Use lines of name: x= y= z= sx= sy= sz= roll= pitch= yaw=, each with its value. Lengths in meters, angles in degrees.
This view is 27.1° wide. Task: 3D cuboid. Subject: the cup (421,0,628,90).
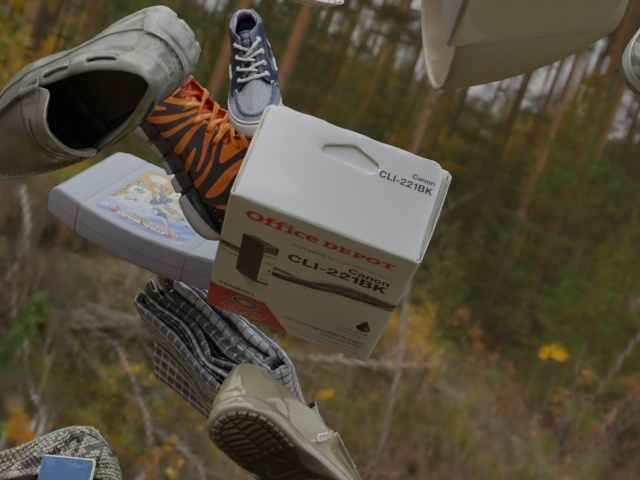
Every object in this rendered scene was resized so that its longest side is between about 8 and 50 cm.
cup: x=0.273 y=-0.360 z=1.752 sx=0.237 sy=0.331 sz=0.331 roll=1 pitch=9 yaw=-5

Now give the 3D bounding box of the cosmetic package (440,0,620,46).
cosmetic package: x=0.180 y=-0.321 z=1.039 sx=0.156 sy=0.217 sz=0.385 roll=-6 pitch=-11 yaw=-3

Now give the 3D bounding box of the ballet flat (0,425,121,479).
ballet flat: x=-0.532 y=0.417 z=2.021 sx=0.483 sy=0.164 sz=0.182 roll=-15 pitch=35 yaw=-20

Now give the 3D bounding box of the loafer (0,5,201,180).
loafer: x=-0.256 y=-0.133 z=1.347 sx=0.112 sy=0.319 sz=0.111 roll=47 pitch=41 yaw=-18

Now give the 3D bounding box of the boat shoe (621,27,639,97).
boat shoe: x=0.422 y=-0.280 z=1.351 sx=0.118 sy=0.320 sz=0.103 roll=38 pitch=-10 yaw=9

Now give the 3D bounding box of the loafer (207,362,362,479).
loafer: x=-0.023 y=0.216 z=1.371 sx=0.102 sy=0.092 sz=0.268 roll=-15 pitch=-45 yaw=19

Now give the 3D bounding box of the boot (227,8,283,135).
boot: x=-0.087 y=-0.204 z=1.600 sx=0.069 sy=0.086 sz=0.190 roll=-12 pitch=35 yaw=0

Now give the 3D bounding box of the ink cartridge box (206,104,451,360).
ink cartridge box: x=0.000 y=0.000 z=1.382 sx=0.197 sy=0.114 sz=0.273 roll=20 pitch=-28 yaw=0

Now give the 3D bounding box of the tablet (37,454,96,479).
tablet: x=-0.308 y=0.288 z=1.601 sx=0.083 sy=0.054 sz=0.006 roll=-1 pitch=-21 yaw=32

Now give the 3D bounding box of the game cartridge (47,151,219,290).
game cartridge: x=-0.225 y=-0.028 z=1.888 sx=0.297 sy=0.062 sz=0.198 roll=24 pitch=26 yaw=15

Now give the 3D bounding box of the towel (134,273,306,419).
towel: x=-0.153 y=0.188 z=1.990 sx=0.284 sy=0.121 sz=0.235 roll=37 pitch=-19 yaw=28

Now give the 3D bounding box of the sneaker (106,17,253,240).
sneaker: x=-0.133 y=-0.159 z=1.682 sx=0.180 sy=0.321 sz=0.124 roll=-18 pitch=24 yaw=33

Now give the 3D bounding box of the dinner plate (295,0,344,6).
dinner plate: x=-0.037 y=-0.335 z=1.757 sx=0.141 sy=0.017 sz=0.141 roll=21 pitch=20 yaw=-8
